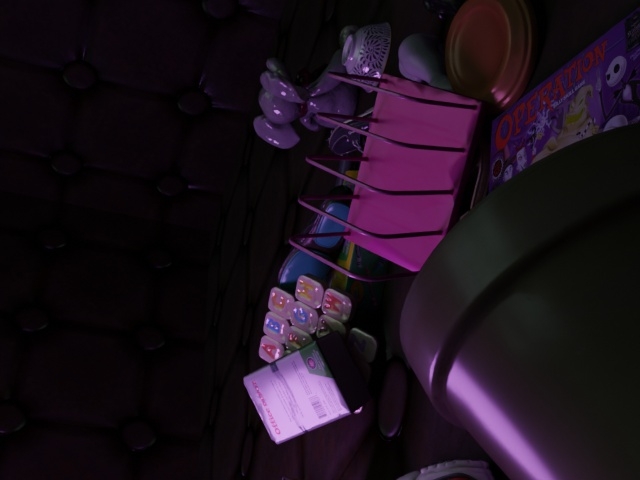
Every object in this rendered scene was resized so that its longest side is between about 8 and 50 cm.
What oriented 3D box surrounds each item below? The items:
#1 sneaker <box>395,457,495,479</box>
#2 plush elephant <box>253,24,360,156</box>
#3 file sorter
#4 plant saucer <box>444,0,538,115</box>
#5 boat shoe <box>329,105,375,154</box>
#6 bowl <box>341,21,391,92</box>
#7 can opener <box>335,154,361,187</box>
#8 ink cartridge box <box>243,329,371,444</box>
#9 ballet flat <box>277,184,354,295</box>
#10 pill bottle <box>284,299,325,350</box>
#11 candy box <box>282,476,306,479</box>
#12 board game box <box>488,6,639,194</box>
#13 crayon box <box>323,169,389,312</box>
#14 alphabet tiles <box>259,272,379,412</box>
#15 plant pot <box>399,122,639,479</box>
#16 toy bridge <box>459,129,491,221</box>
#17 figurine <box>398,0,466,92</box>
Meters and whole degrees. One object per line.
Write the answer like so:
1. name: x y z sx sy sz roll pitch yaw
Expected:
1. sneaker: 0.119 0.385 1.098 0.279 0.107 0.118 -36 49 33
2. plush elephant: -0.047 -0.371 2.067 0.272 0.255 0.330 123 154 -53
3. file sorter: 0.091 -0.102 1.261 0.202 0.182 0.291 27 111 40
4. plant saucer: 0.252 -0.293 1.244 0.200 0.037 0.200 10 101 62
5. boat shoe: 0.089 -0.225 1.752 0.206 0.075 0.065 -27 51 45
6. bowl: 0.099 -0.442 1.928 0.170 0.080 0.170 -170 90 -75
7. can opener: 0.049 -0.052 1.840 0.093 0.074 0.280 -170 92 -76
8. ink cartridge box: -0.029 0.287 1.581 0.208 0.087 0.153 -30 85 34
9. ballet flat: 0.000 0.000 1.658 0.280 0.095 0.096 -56 16 33
10. pill bottle: -0.015 0.210 1.775 0.130 0.130 0.246 156 123 -72
11. candy box: 0.023 0.493 1.382 0.233 0.159 0.071 -148 72 -73
12. board game box: 0.311 -0.118 1.004 0.347 0.056 0.208 139 144 -66
13. crayon box: 0.084 -0.005 1.664 0.165 0.081 0.278 -163 85 -74
14. alphabet tiles: -0.013 0.216 1.628 0.278 0.021 0.284 26 114 33
15. plant pot: 0.260 0.119 0.610 0.280 0.323 0.323 64 143 40
16. toy bridge: 0.244 -0.111 1.272 0.063 0.026 0.188 133 144 -61
17. figurine: 0.221 -0.341 1.420 0.209 0.092 0.215 -105 29 -50
